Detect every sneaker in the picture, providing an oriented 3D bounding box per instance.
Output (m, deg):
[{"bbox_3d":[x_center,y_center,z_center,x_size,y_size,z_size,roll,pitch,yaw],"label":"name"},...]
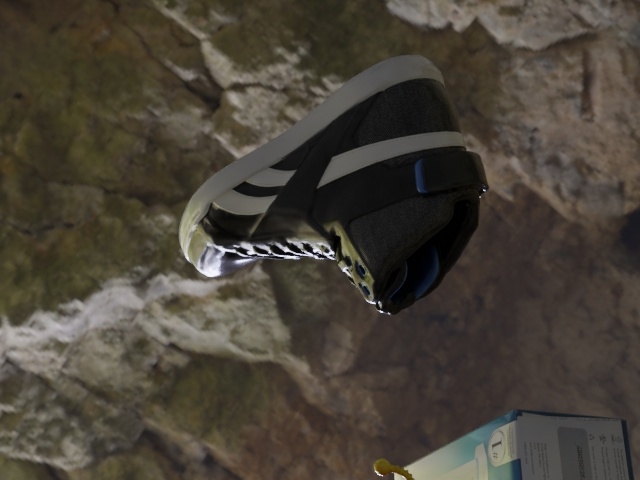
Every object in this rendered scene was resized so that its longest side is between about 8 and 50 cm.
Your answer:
[{"bbox_3d":[0.000,0.000,0.554,0.217,0.079,0.121,-36,-115,37],"label":"sneaker"}]

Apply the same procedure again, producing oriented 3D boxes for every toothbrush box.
[{"bbox_3d":[0.183,0.312,0.945,0.295,0.126,0.216,128,-33,-58],"label":"toothbrush box"}]

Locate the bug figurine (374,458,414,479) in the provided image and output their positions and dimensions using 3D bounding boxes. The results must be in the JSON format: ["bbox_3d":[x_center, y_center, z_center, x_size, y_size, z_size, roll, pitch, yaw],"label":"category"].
[{"bbox_3d":[0.089,0.258,0.515,0.072,0.279,0.216,-42,-176,16],"label":"bug figurine"}]
